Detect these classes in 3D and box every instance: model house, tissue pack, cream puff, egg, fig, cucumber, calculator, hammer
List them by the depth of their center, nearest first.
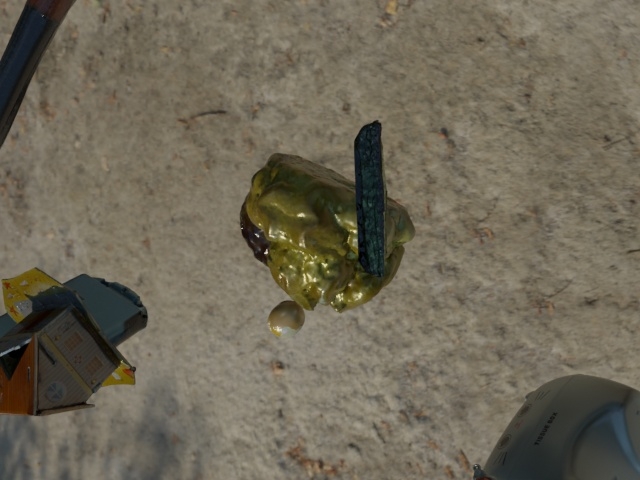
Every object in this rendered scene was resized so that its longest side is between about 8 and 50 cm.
[{"bbox_3d":[-0.178,-0.115,0.418,0.137,0.037,0.290,10,75,63],"label":"hammer"},{"bbox_3d":[-0.383,0.162,0.907,0.219,0.136,0.207,-11,119,41],"label":"model house"},{"bbox_3d":[0.076,-0.058,0.987,0.046,0.070,0.220,-1,88,17],"label":"cucumber"},{"bbox_3d":[-0.423,0.148,1.139,0.173,0.293,0.051,29,127,22],"label":"calculator"},{"bbox_3d":[0.444,0.412,1.251,0.229,0.333,0.236,55,151,-17],"label":"tissue pack"},{"bbox_3d":[-0.001,0.000,1.285,0.291,0.324,0.257,26,101,27],"label":"cream puff"},{"bbox_3d":[-0.066,0.156,1.386,0.083,0.071,0.071,-47,63,48],"label":"egg"},{"bbox_3d":[-0.066,-0.036,1.882,0.286,0.368,0.286,0,78,0],"label":"fig"}]

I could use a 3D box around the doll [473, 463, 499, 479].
[{"bbox_3d":[0.195,0.295,0.774,0.114,0.039,0.057,-100,22,-59],"label":"doll"}]
